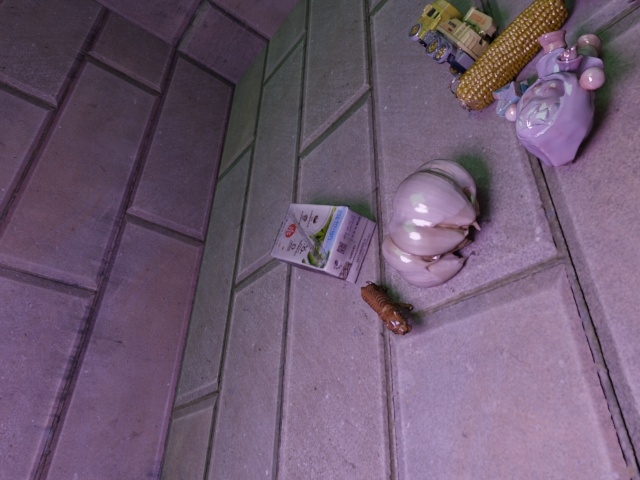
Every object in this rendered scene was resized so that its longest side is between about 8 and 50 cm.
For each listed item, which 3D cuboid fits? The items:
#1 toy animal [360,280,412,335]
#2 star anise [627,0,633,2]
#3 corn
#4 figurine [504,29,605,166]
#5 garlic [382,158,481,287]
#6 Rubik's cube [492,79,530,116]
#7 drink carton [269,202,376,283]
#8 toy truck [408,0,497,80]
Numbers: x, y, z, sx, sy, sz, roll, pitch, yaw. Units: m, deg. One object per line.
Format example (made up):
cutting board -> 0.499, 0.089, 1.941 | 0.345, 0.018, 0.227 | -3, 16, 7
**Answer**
toy animal -> 0.154, 0.148, 1.041 | 0.057, 0.099, 0.241 | -59, 32, 11
star anise -> 0.607, -0.531, 0.762 | 0.231, 0.089, 0.209 | 106, 145, -65
corn -> 0.428, -0.424, 1.011 | 0.293, 0.106, 0.106 | -47, 36, 22
figurine -> 0.454, -0.275, 0.840 | 0.200, 0.133, 0.276 | -9, 57, 64
garlic -> 0.241, -0.041, 0.959 | 0.203, 0.185, 0.281 | 21, 86, 40
Rubik's cube -> 0.419, -0.309, 0.964 | 0.084, 0.075, 0.073 | -25, 52, 50
drink carton -> 0.000, 0.000, 1.348 | 0.324, 0.132, 0.194 | 10, 78, 57
toy truck -> 0.356, -0.544, 1.174 | 0.157, 0.124, 0.272 | -50, 35, 26
